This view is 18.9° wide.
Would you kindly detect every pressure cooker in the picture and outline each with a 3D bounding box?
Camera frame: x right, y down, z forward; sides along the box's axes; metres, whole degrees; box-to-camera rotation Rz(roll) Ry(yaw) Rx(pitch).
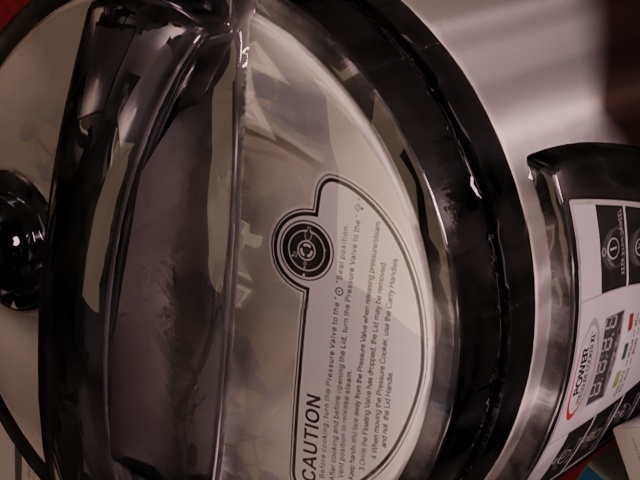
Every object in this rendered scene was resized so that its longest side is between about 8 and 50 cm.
[{"bbox_3d":[-0.005,0.000,1.090,0.375,0.420,0.370,-34,81,36],"label":"pressure cooker"}]

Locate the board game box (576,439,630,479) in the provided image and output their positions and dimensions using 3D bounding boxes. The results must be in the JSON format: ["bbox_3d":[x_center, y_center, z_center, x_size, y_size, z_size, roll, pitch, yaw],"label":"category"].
[{"bbox_3d":[0.204,0.301,1.232,0.224,0.097,0.303,39,121,20],"label":"board game box"}]

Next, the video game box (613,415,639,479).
[{"bbox_3d":[0.280,0.155,1.071,0.048,0.205,0.187,-8,101,66],"label":"video game box"}]

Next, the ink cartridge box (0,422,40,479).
[{"bbox_3d":[-0.107,0.130,1.323,0.307,0.223,0.129,41,122,19],"label":"ink cartridge box"}]
